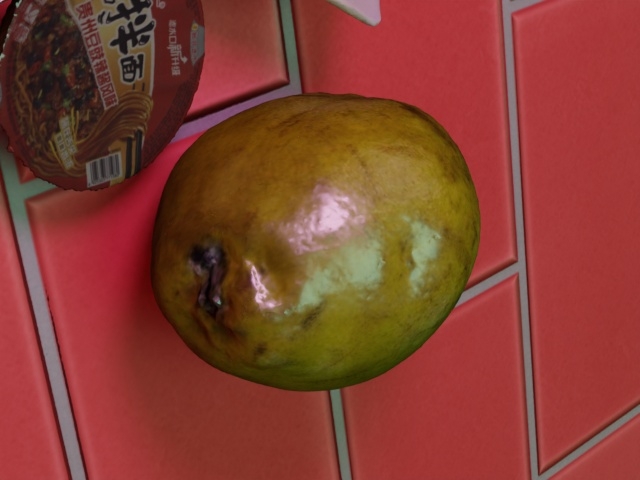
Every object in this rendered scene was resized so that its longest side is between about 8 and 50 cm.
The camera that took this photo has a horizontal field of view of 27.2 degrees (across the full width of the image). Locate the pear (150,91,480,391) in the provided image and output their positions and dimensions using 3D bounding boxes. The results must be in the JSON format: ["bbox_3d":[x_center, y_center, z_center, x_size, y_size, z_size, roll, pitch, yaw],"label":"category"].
[{"bbox_3d":[0.000,0.000,1.476,0.413,0.352,0.352,-40,128,-43],"label":"pear"}]

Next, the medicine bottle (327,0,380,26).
[{"bbox_3d":[-0.070,-0.393,1.361,0.406,0.236,0.235,23,86,-44],"label":"medicine bottle"}]

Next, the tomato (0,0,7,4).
[{"bbox_3d":[-0.339,-0.282,1.219,0.173,0.099,0.189,3,79,-17],"label":"tomato"}]

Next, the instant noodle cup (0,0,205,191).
[{"bbox_3d":[-0.243,-0.190,1.350,0.274,0.091,0.274,-27,128,-41],"label":"instant noodle cup"}]
